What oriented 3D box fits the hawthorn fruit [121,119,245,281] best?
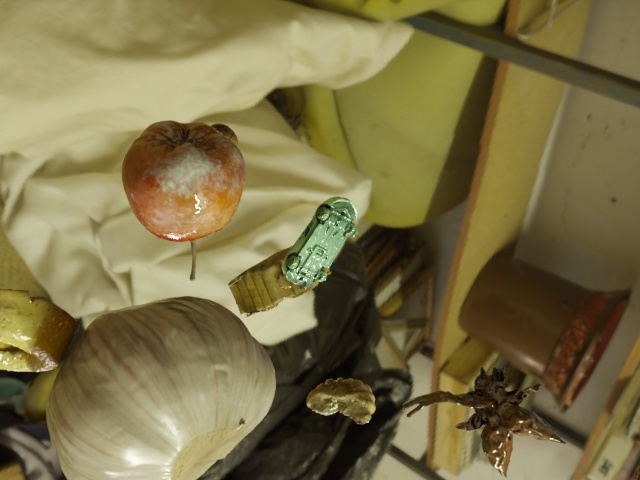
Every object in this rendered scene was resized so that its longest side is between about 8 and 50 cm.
[{"bbox_3d":[-0.267,-0.112,1.430,0.263,0.231,0.235,-41,-152,51],"label":"hawthorn fruit"}]

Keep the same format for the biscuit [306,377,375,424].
[{"bbox_3d":[0.054,0.381,1.841,0.118,0.183,0.061,-55,136,-43],"label":"biscuit"}]

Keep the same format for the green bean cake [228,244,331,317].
[{"bbox_3d":[-0.114,0.102,2.026,0.224,0.131,0.229,-27,-179,-44],"label":"green bean cake"}]

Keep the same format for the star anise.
[{"bbox_3d":[0.350,0.384,1.626,0.148,0.346,0.237,58,43,-85],"label":"star anise"}]

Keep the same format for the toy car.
[{"bbox_3d":[0.000,0.000,1.379,0.093,0.058,0.186,27,99,-37],"label":"toy car"}]

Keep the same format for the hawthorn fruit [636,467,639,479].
[{"bbox_3d":[0.520,0.334,0.905,0.260,0.224,0.224,21,98,-24],"label":"hawthorn fruit"}]

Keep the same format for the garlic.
[{"bbox_3d":[-0.229,0.211,1.041,0.317,0.259,0.317,-42,164,-15],"label":"garlic"}]

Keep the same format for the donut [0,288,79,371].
[{"bbox_3d":[-0.418,0.127,0.997,0.178,0.162,0.066,38,42,-48],"label":"donut"}]

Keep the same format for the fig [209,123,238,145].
[{"bbox_3d":[-0.224,-0.193,1.606,0.125,0.088,0.089,-89,180,-48],"label":"fig"}]
